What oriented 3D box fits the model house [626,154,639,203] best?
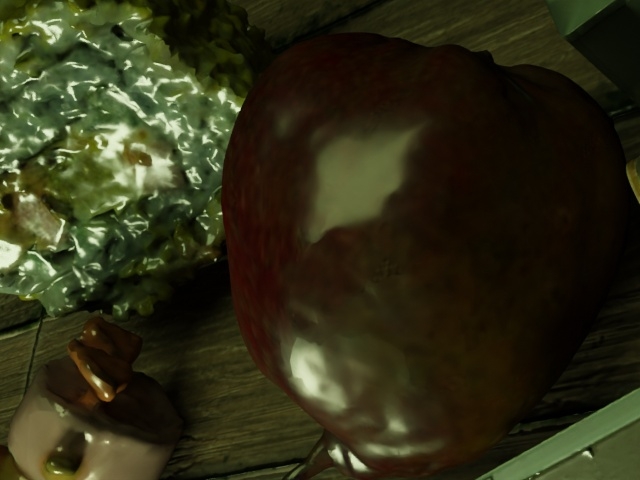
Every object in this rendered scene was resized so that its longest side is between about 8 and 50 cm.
[{"bbox_3d":[0.334,0.000,0.638,0.326,0.169,0.244,37,123,19],"label":"model house"}]

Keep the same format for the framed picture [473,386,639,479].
[{"bbox_3d":[0.223,0.194,0.669,0.296,0.019,0.232,-39,81,37],"label":"framed picture"}]

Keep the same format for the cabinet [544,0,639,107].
[{"bbox_3d":[0.264,-0.185,0.829,0.145,0.206,0.150,-36,45,26],"label":"cabinet"}]

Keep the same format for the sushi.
[{"bbox_3d":[-0.243,-0.113,1.183,0.396,0.351,0.240,-40,28,23],"label":"sushi"}]

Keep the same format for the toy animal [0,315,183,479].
[{"bbox_3d":[-0.256,0.229,1.167,0.281,0.169,0.195,-50,9,10],"label":"toy animal"}]

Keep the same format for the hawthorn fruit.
[{"bbox_3d":[0.071,0.004,0.860,0.308,0.308,0.325,-20,64,38],"label":"hawthorn fruit"}]
